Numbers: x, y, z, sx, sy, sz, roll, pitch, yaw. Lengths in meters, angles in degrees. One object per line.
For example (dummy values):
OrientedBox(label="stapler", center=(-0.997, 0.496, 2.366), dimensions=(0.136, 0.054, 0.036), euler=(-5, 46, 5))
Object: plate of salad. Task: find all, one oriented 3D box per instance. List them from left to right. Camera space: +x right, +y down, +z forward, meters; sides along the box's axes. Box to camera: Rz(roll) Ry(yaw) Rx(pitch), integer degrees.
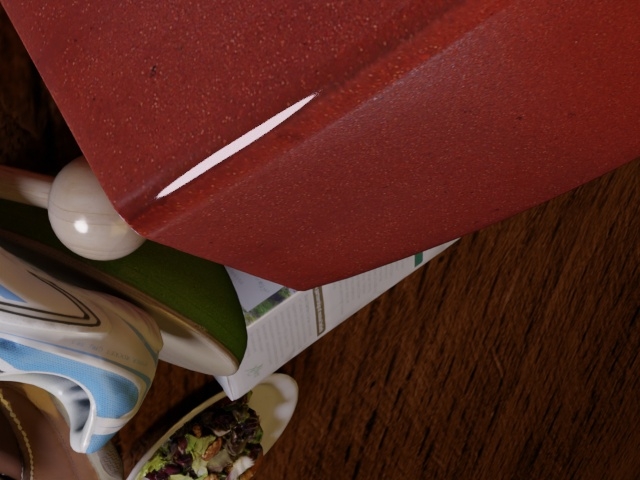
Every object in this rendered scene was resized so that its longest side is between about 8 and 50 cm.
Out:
OrientedBox(label="plate of salad", center=(-0.093, 0.197, 1.239), dimensions=(0.200, 0.048, 0.200), euler=(-32, 153, -19))

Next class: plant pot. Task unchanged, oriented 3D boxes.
OrientedBox(label="plant pot", center=(0.002, -0.123, 0.663), dimensions=(0.236, 0.267, 0.267), euler=(-39, 156, 14))

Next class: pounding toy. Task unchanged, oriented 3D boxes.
OrientedBox(label="pounding toy", center=(-0.115, -0.021, 0.775), dimensions=(0.110, 0.183, 0.237), euler=(-64, 155, -15))

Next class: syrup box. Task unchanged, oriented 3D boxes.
OrientedBox(label="syrup box", center=(0.000, 0.000, 1.014), dimensions=(0.237, 0.093, 0.096), euler=(-35, 153, -17))

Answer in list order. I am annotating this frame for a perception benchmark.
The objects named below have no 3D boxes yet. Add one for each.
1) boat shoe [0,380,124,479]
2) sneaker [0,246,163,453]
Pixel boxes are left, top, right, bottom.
OrientedBox(label="boat shoe", center=(-0.207, 0.158, 0.938), dimensions=(0.116, 0.123, 0.324), euler=(-30, 150, -20))
OrientedBox(label="sneaker", center=(-0.188, 0.028, 0.670), dimensions=(0.085, 0.237, 0.086), euler=(-24, -140, 61))
